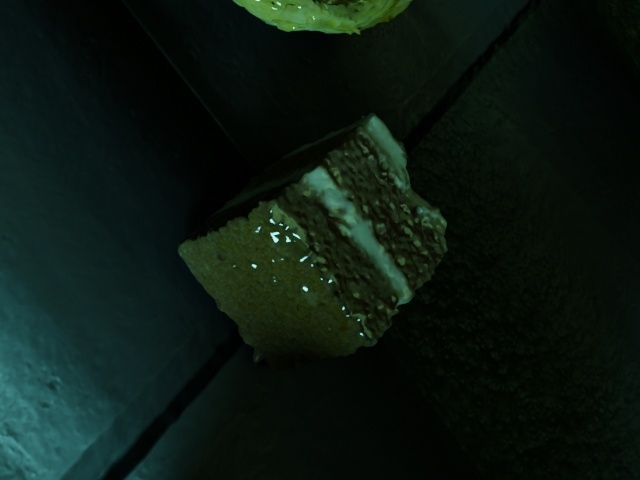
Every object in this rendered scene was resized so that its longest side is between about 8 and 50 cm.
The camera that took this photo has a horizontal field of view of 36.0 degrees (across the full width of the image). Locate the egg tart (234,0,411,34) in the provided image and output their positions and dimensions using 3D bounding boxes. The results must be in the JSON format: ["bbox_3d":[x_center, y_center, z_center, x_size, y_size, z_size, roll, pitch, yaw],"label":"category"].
[{"bbox_3d":[-0.032,-0.288,0.780,0.290,0.115,0.290,6,78,-33],"label":"egg tart"}]

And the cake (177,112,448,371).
[{"bbox_3d":[0.000,0.000,0.739,0.135,0.134,0.147,54,47,-15],"label":"cake"}]
